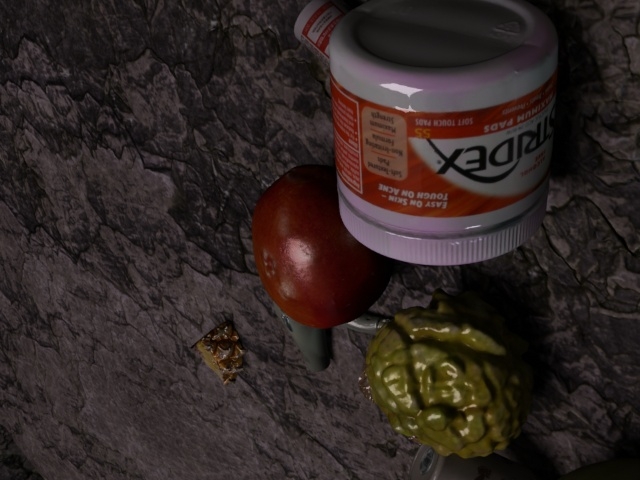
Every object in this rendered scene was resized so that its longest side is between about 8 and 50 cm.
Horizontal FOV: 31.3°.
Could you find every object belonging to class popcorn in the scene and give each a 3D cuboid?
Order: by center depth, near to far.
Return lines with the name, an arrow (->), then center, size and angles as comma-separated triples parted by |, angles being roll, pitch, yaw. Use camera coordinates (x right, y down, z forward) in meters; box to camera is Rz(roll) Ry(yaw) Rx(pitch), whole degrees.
popcorn -> 0.177, 0.173, 1.560 | 0.259, 0.259, 0.212 | 37, 113, 27

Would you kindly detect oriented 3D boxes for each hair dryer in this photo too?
hair dryer -> 0.019, 0.150, 1.872 | 0.225, 0.088, 0.219 | 27, 145, 16

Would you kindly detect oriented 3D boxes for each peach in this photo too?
peach -> 0.000, 0.000, 1.643 | 0.243, 0.199, 0.243 | 49, 150, 41

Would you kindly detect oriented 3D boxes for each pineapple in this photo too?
pineapple -> -0.198, 0.215, 2.179 | 0.116, 0.069, 0.137 | 20, 133, 41

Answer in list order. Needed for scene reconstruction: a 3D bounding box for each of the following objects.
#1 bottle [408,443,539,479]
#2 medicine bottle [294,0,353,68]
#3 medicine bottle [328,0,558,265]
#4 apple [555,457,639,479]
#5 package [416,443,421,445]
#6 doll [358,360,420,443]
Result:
bottle -> 0.248, 0.362, 1.639 | 0.233, 0.110, 0.110 | 25, 148, -13
medicine bottle -> 0.038, -0.253, 1.497 | 0.140, 0.079, 0.079 | 46, 144, 17
medicine bottle -> 0.139, -0.137, 1.308 | 0.252, 0.252, 0.241 | 28, 137, 36
apple -> 0.385, 0.455, 1.418 | 0.357, 0.357, 0.357 | 32, 138, 33
package -> 0.196, 0.329, 1.809 | 0.111, 0.033, 0.077 | 36, 119, 7
doll -> 0.155, 0.247, 1.727 | 0.221, 0.105, 0.115 | 41, 177, 12
